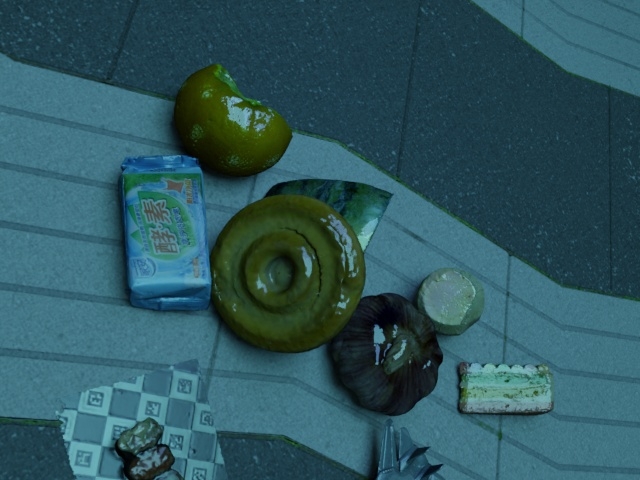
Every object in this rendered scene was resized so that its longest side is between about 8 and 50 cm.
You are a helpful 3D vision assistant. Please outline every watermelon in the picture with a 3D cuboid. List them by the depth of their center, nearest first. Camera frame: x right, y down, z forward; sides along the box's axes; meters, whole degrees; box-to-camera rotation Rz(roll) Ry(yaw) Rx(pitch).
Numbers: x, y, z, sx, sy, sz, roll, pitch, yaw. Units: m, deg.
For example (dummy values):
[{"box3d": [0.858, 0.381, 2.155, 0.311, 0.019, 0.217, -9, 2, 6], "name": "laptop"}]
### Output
[{"box3d": [0.000, 0.000, 1.555, 0.262, 0.201, 0.212, 12, 57, 21], "name": "watermelon"}]

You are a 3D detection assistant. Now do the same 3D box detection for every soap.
[{"box3d": [-0.282, -0.018, 1.405, 0.156, 0.077, 0.293, -3, 71, -17], "name": "soap"}]

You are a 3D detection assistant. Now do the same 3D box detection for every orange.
[{"box3d": [-0.179, -0.219, 1.496, 0.237, 0.179, 0.158, 41, 54, -11], "name": "orange"}]

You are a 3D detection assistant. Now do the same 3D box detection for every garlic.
[{"box3d": [0.141, 0.215, 1.516, 0.245, 0.160, 0.244, 12, 64, -26], "name": "garlic"}]

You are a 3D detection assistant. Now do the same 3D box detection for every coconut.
[{"box3d": [0.271, 0.129, 1.638, 0.147, 0.152, 0.147, -1, 81, 6], "name": "coconut"}]

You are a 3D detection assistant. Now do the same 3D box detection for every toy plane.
[{"box3d": [0.116, 0.487, 1.446, 0.267, 0.088, 0.212, -38, 91, -27], "name": "toy plane"}]

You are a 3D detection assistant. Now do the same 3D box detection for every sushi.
[{"box3d": [-0.276, 0.360, 1.288, 0.264, 0.050, 0.289, -11, 76, -32], "name": "sushi"}]

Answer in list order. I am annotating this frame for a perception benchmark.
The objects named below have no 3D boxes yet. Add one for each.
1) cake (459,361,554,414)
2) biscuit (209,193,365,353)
[{"box3d": [0.405, 0.319, 1.670, 0.226, 0.090, 0.109, 8, 71, -26], "name": "cake"}, {"box3d": [-0.065, 0.058, 1.403, 0.296, 0.296, 0.102, 69, 12, 10], "name": "biscuit"}]
